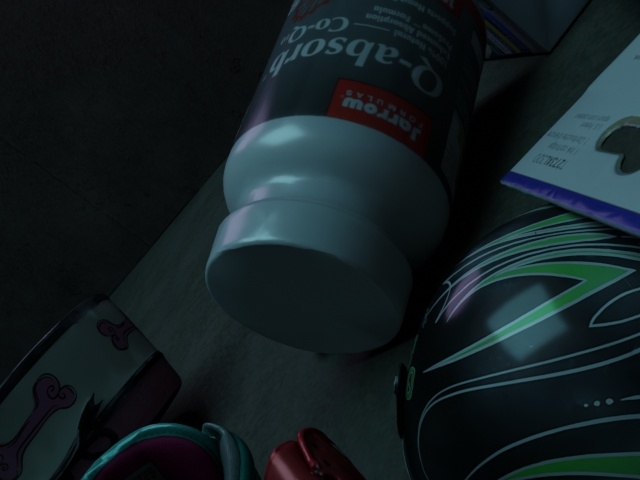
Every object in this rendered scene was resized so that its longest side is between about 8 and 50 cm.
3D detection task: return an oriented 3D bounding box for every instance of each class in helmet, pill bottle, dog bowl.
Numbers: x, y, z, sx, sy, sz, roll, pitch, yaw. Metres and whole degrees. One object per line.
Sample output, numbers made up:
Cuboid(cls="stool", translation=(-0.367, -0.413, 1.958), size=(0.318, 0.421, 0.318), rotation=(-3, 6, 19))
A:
Cuboid(cls="helmet", translation=(0.124, 0.060, 0.361), size=(0.169, 0.169, 0.161), rotation=(-69, 5, -47))
Cuboid(cls="pill bottle", translation=(0.031, -0.089, 0.833), size=(0.210, 0.210, 0.363), rotation=(-35, 31, 49))
Cuboid(cls="dog bowl", translation=(-0.323, 0.271, 1.067), size=(0.408, 0.150, 0.408), rotation=(-57, 0, 1))

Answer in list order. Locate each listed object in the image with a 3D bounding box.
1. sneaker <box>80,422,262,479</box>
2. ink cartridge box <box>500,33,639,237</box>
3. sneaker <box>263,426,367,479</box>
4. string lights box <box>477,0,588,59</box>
Cuboid(cls="sneaker", translation=(-0.076, 0.192, 0.553), size=(0.124, 0.178, 0.295), rotation=(-42, 12, -15))
Cuboid(cls="ink cartridge box", translation=(0.238, -0.126, 0.312), size=(0.371, 0.069, 0.176), rotation=(-45, 15, 2))
Cuboid(cls="sneaker", translation=(0.009, 0.148, 0.383), size=(0.087, 0.128, 0.221), rotation=(-47, -14, -11))
Cuboid(cls="string lights box", translation=(0.178, -0.276, 0.999), size=(0.077, 0.133, 0.260), rotation=(-53, 14, 0))
